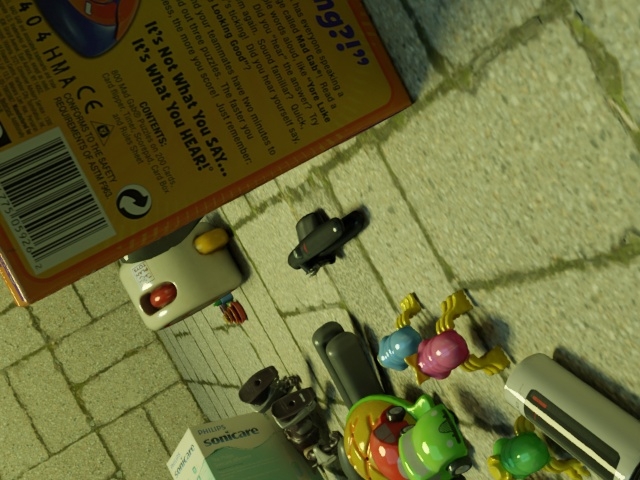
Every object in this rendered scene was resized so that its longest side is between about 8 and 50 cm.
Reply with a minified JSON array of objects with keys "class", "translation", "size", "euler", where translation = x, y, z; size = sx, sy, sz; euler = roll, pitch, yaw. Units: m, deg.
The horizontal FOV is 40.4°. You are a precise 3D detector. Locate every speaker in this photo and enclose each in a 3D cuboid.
[{"class":"speaker","translation":[0.211,0.145,0.694],"size":[0.136,0.055,0.055],"euler":[39,152,49]}]

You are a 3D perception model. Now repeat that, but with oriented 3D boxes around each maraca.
[{"class":"maraca","translation":[0.101,0.247,1.072],"size":[0.186,0.099,0.127],"euler":[-21,95,46]}]

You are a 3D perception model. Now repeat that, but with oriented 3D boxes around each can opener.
[{"class":"can opener","translation":[0.000,0.000,1.020],"size":[0.073,0.059,0.186],"euler":[61,162,0]},{"class":"can opener","translation":[0.048,0.243,1.189],"size":[0.076,0.095,0.283],"euler":[30,152,55]}]

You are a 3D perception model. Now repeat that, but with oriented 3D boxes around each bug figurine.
[{"class":"bug figurine","translation":[0.146,0.173,0.875],"size":[0.279,0.072,0.216],"euler":[56,161,15]}]

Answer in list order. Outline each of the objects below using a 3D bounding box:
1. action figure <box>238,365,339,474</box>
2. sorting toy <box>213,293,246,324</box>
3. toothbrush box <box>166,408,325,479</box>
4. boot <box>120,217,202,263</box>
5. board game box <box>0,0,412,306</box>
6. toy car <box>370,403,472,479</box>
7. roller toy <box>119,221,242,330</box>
[{"class":"action figure","translation":[-0.040,0.310,1.523],"size":[0.185,0.099,0.285],"euler":[43,170,27]},{"class":"sorting toy","translation":[-0.186,0.138,1.728],"size":[0.102,0.042,0.061],"euler":[18,134,64]},{"class":"toothbrush box","translation":[-0.109,0.465,1.563],"size":[0.295,0.216,0.126],"euler":[55,130,29]},{"class":"boot","translation":[-0.328,-0.157,1.177],"size":[0.146,0.367,0.445],"euler":[20,136,38]},{"class":"board game box","translation":[-0.204,-0.176,0.824],"size":[0.356,0.356,0.356],"euler":[63,161,-5]},{"class":"toy car","translation":[0.100,0.230,0.835],"size":[0.225,0.053,0.239],"euler":[85,163,-52]},{"class":"roller toy","translation":[-0.249,0.057,1.540],"size":[0.146,0.191,0.209],"euler":[61,162,3]}]
